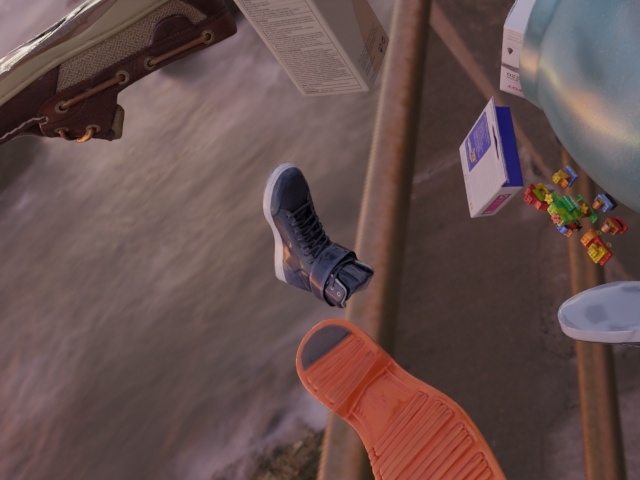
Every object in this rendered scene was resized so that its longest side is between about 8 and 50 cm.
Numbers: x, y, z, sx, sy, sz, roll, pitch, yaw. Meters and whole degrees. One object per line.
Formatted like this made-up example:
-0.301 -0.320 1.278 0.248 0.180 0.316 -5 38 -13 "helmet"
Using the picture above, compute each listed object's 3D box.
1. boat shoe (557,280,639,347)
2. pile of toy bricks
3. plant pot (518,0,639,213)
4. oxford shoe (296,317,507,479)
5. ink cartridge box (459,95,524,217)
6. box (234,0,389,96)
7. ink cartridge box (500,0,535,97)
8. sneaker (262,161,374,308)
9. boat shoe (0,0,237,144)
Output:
0.489 0.116 1.209 0.306 0.105 0.113 -10 32 14 "boat shoe"
0.476 -0.054 1.676 0.212 0.105 0.118 58 142 30 "pile of toy bricks"
0.309 -0.173 0.800 0.196 0.293 0.293 31 78 32 "plant pot"
0.117 0.229 1.024 0.130 0.133 0.363 -45 48 4 "oxford shoe"
0.369 -0.171 1.885 0.069 0.371 0.175 -8 80 0 "ink cartridge box"
-0.026 -0.377 1.393 0.148 0.311 0.121 2 59 32 "box"
0.440 -0.361 1.710 0.159 0.218 0.092 24 73 19 "ink cartridge box"
0.001 0.000 1.286 0.163 0.226 0.086 29 53 35 "sneaker"
-0.234 -0.144 0.849 0.342 0.123 0.123 -37 26 -5 "boat shoe"
